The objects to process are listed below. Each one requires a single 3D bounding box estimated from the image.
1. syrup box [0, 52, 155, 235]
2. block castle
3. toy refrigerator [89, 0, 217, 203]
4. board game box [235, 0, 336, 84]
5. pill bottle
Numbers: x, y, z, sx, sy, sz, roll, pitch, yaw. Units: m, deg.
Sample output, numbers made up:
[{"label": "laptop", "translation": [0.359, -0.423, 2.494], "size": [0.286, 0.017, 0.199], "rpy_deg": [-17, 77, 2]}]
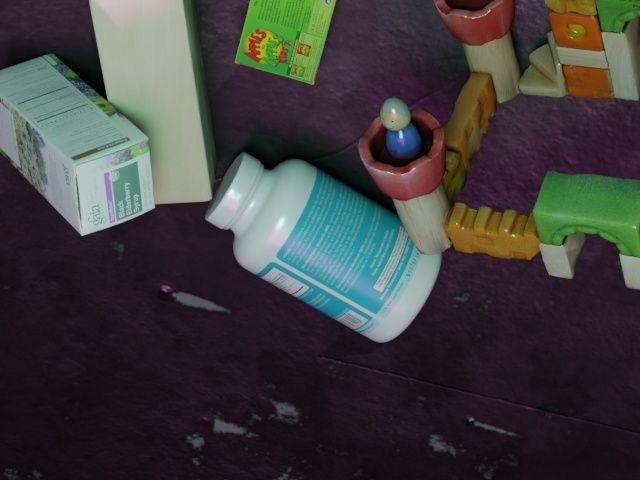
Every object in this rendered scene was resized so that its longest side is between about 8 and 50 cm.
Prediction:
[{"label": "syrup box", "translation": [-0.282, -0.111, 1.666], "size": [0.096, 0.237, 0.093], "rpy_deg": [-24, 132, -28]}, {"label": "block castle", "translation": [0.295, -0.127, 1.446], "size": [0.453, 0.303, 0.213], "rpy_deg": [10, 147, 26]}, {"label": "toy refrigerator", "translation": [-0.185, -0.178, 1.691], "size": [0.102, 0.094, 0.269], "rpy_deg": [-4, 126, 4]}, {"label": "board game box", "translation": [-0.028, -0.266, 1.626], "size": [0.092, 0.043, 0.181], "rpy_deg": [16, 127, -1]}, {"label": "pill bottle", "translation": [0.000, 0.000, 1.755], "size": [0.264, 0.146, 0.146], "rpy_deg": [30, 125, -13]}]
